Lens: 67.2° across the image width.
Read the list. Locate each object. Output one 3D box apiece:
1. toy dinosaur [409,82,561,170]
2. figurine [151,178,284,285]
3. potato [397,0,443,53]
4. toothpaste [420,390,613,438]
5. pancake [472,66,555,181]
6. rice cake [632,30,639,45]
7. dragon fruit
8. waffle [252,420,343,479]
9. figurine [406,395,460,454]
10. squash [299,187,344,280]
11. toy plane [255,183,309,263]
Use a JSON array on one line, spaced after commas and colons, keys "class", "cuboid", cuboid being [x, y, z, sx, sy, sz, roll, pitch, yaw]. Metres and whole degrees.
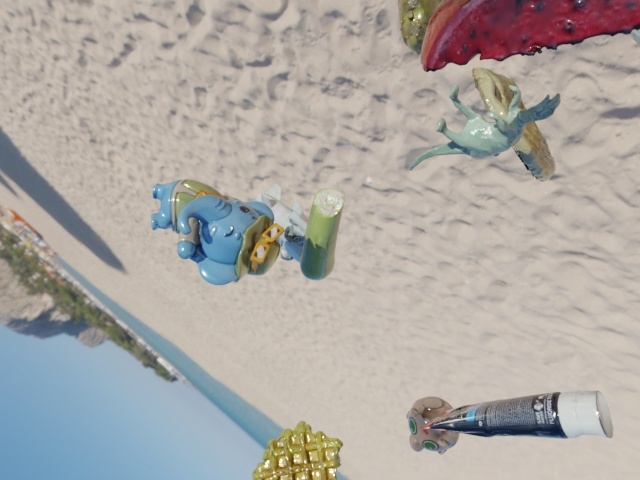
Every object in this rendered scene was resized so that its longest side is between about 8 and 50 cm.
[{"class": "toy dinosaur", "cuboid": [0.344, -0.251, 1.140, 0.205, 0.092, 0.393, 28, 136, -20]}, {"class": "figurine", "cuboid": [-0.201, -0.017, 0.900, 0.262, 0.180, 0.154, 17, 118, -7]}, {"class": "potato", "cuboid": [0.297, -0.673, 1.404, 0.141, 0.296, 0.192, 1, 151, 22]}, {"class": "toothpaste", "cuboid": [0.209, 0.194, 0.532, 0.193, 0.071, 0.045, -20, 79, 39]}, {"class": "pancake", "cuboid": [0.560, -0.341, 1.377, 0.082, 0.387, 0.387, -33, 108, 32]}, {"class": "rice cake", "cuboid": [0.782, -0.431, 1.106, 0.042, 0.030, 0.180, 44, -157, -52]}, {"class": "dragon fruit", "cuboid": [0.304, -0.377, 0.670, 0.343, 0.282, 0.100, -2, 145, 35]}, {"class": "waffle", "cuboid": [-0.036, 0.558, 1.066, 0.291, 0.291, 0.051, 30, 173, 26]}, {"class": "figurine", "cuboid": [0.254, 0.419, 1.095, 0.125, 0.125, 0.138, 35, 139, 16]}, {"class": "squash", "cuboid": [0.000, 0.000, 1.044, 0.083, 0.083, 0.250, 33, 142, 20]}, {"class": "toy plane", "cuboid": [-0.074, -0.031, 1.243, 0.252, 0.118, 0.252, 41, 160, 19]}]
